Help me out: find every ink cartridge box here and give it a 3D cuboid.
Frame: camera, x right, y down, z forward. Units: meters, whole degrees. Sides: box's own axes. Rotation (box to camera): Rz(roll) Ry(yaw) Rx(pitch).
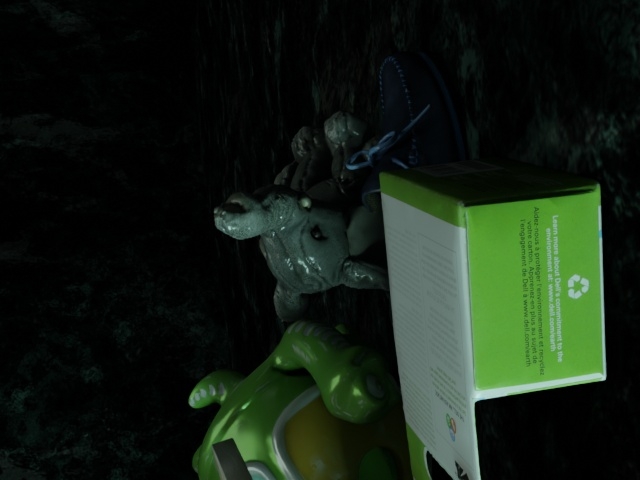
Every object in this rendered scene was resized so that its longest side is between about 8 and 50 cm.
[{"bbox_3d":[0.120,0.079,0.745,0.189,0.097,0.255,-141,44,-75],"label":"ink cartridge box"}]

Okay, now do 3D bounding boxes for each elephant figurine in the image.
[{"bbox_3d":[0.000,0.000,0.995,0.169,0.186,0.239,-63,1,41],"label":"elephant figurine"}]

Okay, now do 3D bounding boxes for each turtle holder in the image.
[{"bbox_3d":[0.018,0.217,1.102,0.227,0.243,0.320,50,119,34],"label":"turtle holder"}]

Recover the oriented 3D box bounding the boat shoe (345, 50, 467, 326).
[{"bbox_3d":[0.077,-0.048,0.903,0.109,0.089,0.258,108,153,-66],"label":"boat shoe"}]

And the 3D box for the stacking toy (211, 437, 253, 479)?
[{"bbox_3d":[-0.080,0.353,0.898,0.309,0.130,0.279,-137,33,-62],"label":"stacking toy"}]

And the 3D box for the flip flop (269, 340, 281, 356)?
[{"bbox_3d":[-0.008,0.240,1.533,0.080,0.112,0.277,59,-178,-35],"label":"flip flop"}]
